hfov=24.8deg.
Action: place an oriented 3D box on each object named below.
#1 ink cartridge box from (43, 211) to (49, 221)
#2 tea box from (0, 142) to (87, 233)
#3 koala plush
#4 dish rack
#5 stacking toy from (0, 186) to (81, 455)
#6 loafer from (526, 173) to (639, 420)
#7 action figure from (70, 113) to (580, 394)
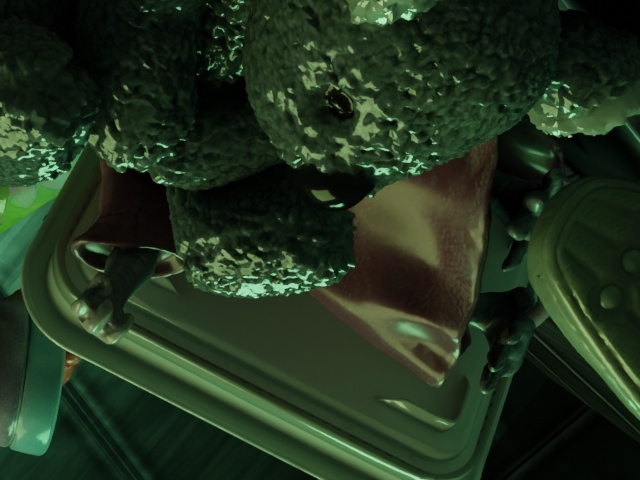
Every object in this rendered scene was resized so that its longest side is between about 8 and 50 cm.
[{"bbox_3d":[-0.100,-0.069,1.242,0.117,0.278,0.201,42,178,-16],"label":"ink cartridge box"},{"bbox_3d":[-0.334,-0.197,1.411,0.220,0.323,0.329,62,-171,24],"label":"tea box"},{"bbox_3d":[0.001,-0.087,0.560,0.196,0.203,0.221,28,165,-40],"label":"koala plush"},{"bbox_3d":[0.000,0.000,0.965,0.332,0.286,0.072,28,148,-7],"label":"dish rack"},{"bbox_3d":[-0.254,0.034,1.258,0.130,0.280,0.309,7,-174,-16],"label":"stacking toy"},{"bbox_3d":[0.218,0.076,0.742,0.319,0.112,0.111,39,171,-20],"label":"loafer"},{"bbox_3d":[-0.029,-0.077,0.834,0.370,0.248,0.275,26,-158,18],"label":"action figure"}]
